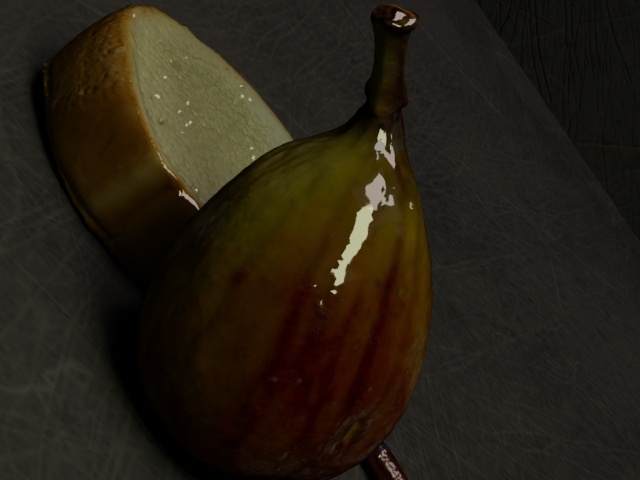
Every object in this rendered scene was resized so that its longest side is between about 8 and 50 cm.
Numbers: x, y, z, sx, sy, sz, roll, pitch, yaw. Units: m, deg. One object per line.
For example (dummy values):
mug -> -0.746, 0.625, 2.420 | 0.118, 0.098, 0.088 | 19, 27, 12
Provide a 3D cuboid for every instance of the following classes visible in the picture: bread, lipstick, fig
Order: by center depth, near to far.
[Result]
fig -> -0.002, -0.001, 1.014 | 0.170, 0.274, 0.145 | 5, 21, -42
bread -> -0.084, -0.046, 1.178 | 0.236, 0.070, 0.236 | 48, 19, -23
lipstick -> 0.078, 0.209, 1.198 | 0.176, 0.027, 0.027 | 58, 18, 16
